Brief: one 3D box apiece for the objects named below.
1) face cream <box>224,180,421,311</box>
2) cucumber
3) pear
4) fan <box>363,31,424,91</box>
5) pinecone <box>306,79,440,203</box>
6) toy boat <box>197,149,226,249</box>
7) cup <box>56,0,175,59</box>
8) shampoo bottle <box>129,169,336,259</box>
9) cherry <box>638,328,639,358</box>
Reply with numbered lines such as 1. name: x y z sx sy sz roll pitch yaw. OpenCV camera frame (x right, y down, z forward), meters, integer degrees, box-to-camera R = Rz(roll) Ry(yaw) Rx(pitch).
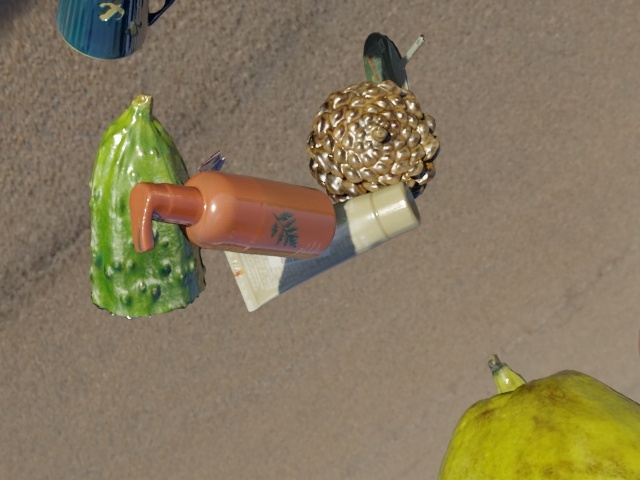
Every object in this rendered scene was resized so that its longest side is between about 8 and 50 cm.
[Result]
1. face cream: 0.000 0.000 1.426 0.341 0.137 0.084 -23 180 16
2. cucumber: -0.191 -0.043 0.906 0.134 0.134 0.245 -10 124 -23
3. pear: 0.239 0.267 0.747 0.287 0.375 0.287 -19 152 -10
4. fan: 0.138 -0.350 1.697 0.012 0.223 0.294 -15 142 -16
5. pinecone: 0.083 -0.162 1.530 0.243 0.244 0.257 0 170 -32
6. toy boat: -0.239 -0.002 1.349 0.219 0.072 0.318 -49 177 -31
7. cup: -0.282 -0.359 1.185 0.176 0.131 0.155 -24 165 -26
8. shampoo bottle: -0.088 -0.026 0.855 0.244 0.085 0.085 3 131 -49
9. cherry: 0.595 0.159 1.264 0.285 0.213 0.236 -14 135 -50
